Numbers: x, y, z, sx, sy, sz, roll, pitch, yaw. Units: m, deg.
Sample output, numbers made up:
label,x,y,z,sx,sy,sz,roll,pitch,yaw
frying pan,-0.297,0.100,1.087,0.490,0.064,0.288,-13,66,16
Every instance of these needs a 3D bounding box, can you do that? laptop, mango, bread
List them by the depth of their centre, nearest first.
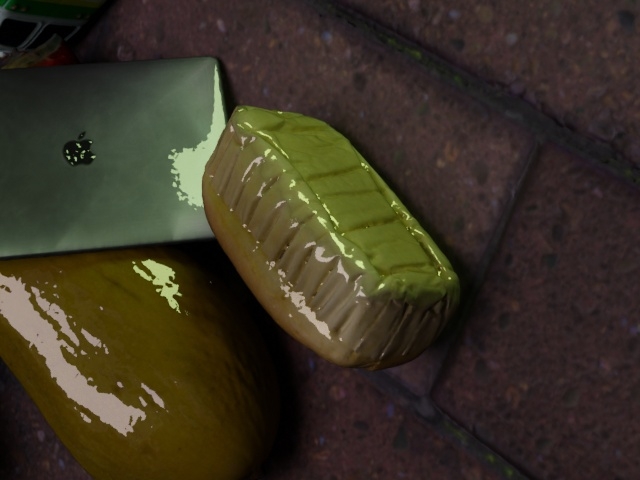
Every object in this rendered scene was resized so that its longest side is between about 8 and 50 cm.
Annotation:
label,x,y,z,sx,sy,sz,roll,pitch,yaw
bread,0.000,0.000,1.167,0.236,0.140,0.106,53,125,30
laptop,-0.208,-0.073,1.268,0.015,0.269,0.188,105,158,-62
mango,-0.167,0.086,1.275,0.195,0.142,0.332,-38,82,-7

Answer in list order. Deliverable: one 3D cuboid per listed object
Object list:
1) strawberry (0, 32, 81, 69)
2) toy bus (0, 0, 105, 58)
label,x,y,z,sx,sy,sz,roll,pitch,yaw
strawberry,-0.270,-0.076,1.384,0.184,0.187,0.201,-28,106,5
toy bus,-0.312,-0.321,1.431,0.165,0.133,0.276,-46,63,31
